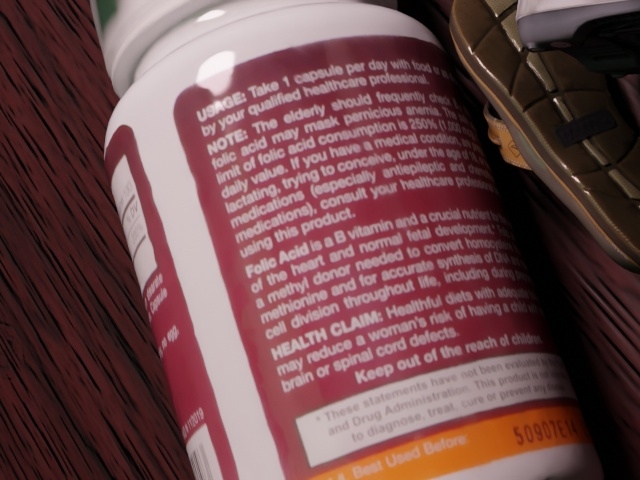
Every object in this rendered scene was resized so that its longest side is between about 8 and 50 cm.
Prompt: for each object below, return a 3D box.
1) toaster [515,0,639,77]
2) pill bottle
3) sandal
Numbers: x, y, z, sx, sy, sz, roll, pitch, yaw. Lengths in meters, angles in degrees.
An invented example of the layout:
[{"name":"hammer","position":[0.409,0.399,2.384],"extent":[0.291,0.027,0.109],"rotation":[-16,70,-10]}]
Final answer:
[{"name":"toaster","position":[0.209,-0.167,0.719],"extent":[0.227,0.129,0.146],"rotation":[1,87,41]},{"name":"pill bottle","position":[0.000,0.000,0.849],"extent":[0.224,0.224,0.392],"rotation":[-32,68,39]},{"name":"sandal","position":[0.140,-0.066,0.830],"extent":[0.219,0.090,0.060],"rotation":[58,148,19]}]
